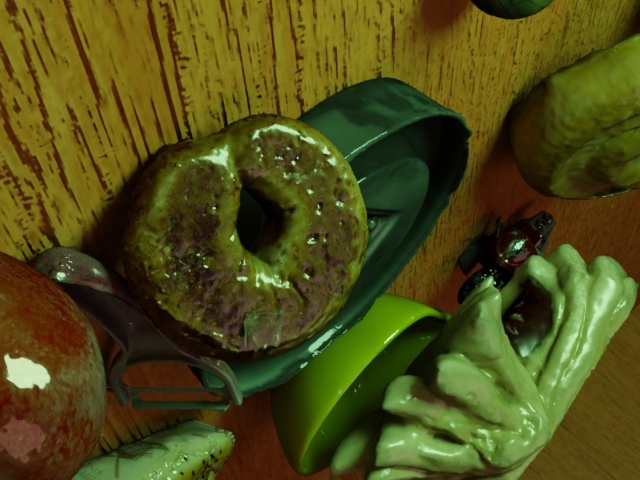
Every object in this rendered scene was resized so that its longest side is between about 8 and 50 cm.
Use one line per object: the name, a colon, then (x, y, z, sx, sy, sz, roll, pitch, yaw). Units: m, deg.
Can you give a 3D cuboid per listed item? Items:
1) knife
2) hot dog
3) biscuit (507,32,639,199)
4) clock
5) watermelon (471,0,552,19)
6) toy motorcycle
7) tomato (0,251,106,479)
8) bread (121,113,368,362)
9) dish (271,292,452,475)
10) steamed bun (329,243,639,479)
knife: (-0.154, 0.063, 0.941, 0.123, 0.053, 0.278, -6, 153, 12)
hot dog: (-0.178, 0.248, 1.205, 0.268, 0.075, 0.144, -23, 146, -55)
biscuit: (0.354, -0.128, 1.396, 0.296, 0.102, 0.296, -13, 158, -5)
clock: (0.000, 0.000, 1.115, 0.325, 0.067, 0.325, -40, 159, -19)
watermelon: (0.151, -0.215, 1.010, 0.078, 0.078, 0.111, -54, 158, 17)
toy motorcycle: (0.246, 0.012, 1.636, 0.122, 0.082, 0.213, -49, 172, 36)
tomato: (-0.195, 0.079, 0.709, 0.167, 0.167, 0.167, -41, 159, -19)
bread: (-0.051, 0.000, 0.907, 0.193, 0.064, 0.193, -7, 105, -28)
dish: (0.032, 0.129, 1.366, 0.221, 0.108, 0.262, -55, 160, 14)
steamed bun: (0.147, 0.170, 1.320, 0.428, 0.189, 0.247, -52, -171, 8)
